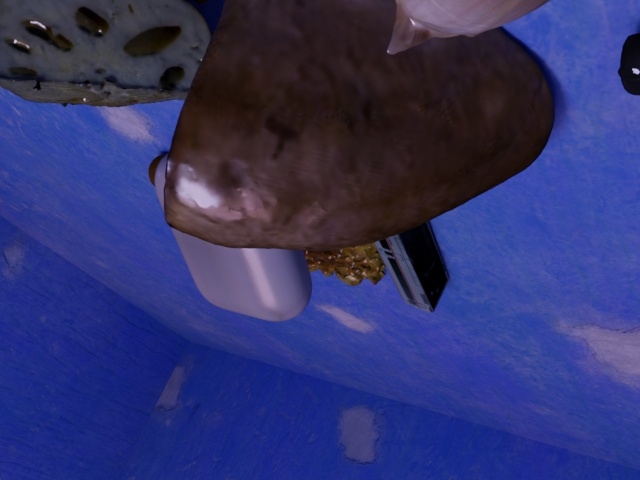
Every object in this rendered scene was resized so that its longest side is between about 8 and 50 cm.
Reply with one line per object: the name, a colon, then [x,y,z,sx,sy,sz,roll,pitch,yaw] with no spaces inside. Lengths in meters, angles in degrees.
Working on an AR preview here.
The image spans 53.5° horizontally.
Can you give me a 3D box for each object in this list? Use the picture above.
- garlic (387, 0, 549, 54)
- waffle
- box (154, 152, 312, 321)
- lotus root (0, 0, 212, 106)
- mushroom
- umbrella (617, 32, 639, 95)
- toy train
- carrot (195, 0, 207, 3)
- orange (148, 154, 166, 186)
garlic: [0.108,-0.269,0.387,0.286,0.250,0.313,11,180,-8]
waffle: [0.000,0.000,1.297,0.302,0.068,0.325,23,160,4]
box: [-0.164,-0.013,1.203,0.288,0.141,0.349,8,126,44]
lotus root: [-0.276,-0.259,0.867,0.267,0.149,0.260,2,-173,-12]
mushroom: [0.054,-0.110,0.713,0.397,0.314,0.224,18,161,2]
umbrella: [0.420,-0.139,0.489,0.357,0.106,0.113,6,155,39]
toy train: [0.144,-0.001,1.124,0.088,0.086,0.407,19,158,30]
carrot: [-0.163,-0.328,0.771,0.032,0.032,0.093,14,159,24]
orange: [-0.314,-0.137,1.306,0.085,0.085,0.085,21,158,9]
